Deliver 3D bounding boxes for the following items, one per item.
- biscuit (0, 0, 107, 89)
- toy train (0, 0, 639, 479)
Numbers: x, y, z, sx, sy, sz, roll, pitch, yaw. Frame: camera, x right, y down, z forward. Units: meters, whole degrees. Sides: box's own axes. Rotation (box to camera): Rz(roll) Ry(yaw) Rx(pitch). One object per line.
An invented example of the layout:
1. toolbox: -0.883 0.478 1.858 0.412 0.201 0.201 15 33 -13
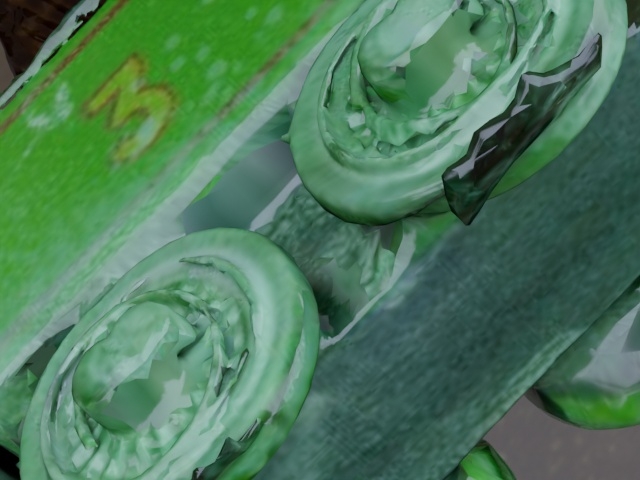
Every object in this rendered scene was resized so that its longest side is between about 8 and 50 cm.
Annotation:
1. biscuit: -0.045 -0.056 0.740 0.107 0.388 0.073 1 53 13
2. toy train: 0.000 0.000 0.519 0.243 0.132 0.188 -45 40 3
